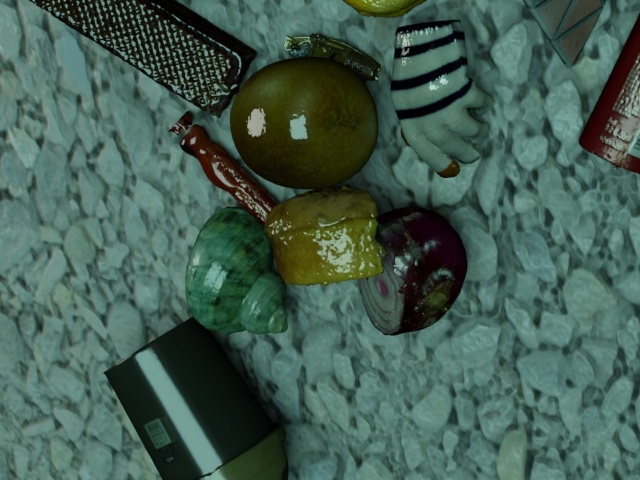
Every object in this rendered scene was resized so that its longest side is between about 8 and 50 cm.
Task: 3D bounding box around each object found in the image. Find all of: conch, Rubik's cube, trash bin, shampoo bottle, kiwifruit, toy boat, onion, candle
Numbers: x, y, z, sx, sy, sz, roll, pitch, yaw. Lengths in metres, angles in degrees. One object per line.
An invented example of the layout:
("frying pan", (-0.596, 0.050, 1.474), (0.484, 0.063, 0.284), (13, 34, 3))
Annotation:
("conch", (-0.125, 0.063, 2.010), (0.176, 0.122, 0.188), (-45, 109, 5))
("Rubik's cube", (0.306, -0.388, 1.746), (0.233, 0.228, 0.228), (13, 76, -19))
("trash bin", (-0.178, 0.299, 2.060), (0.214, 0.214, 0.333), (-33, 88, 21))
("shampoo bottle", (0.466, -0.244, 1.794), (0.118, 0.076, 0.314), (25, 110, 8))
("kiwifruit", (-0.028, -0.165, 1.879), (0.234, 0.196, 0.195), (14, 117, 58))
("toy boat", (0.018, -0.267, 1.923), (0.149, 0.049, 0.047), (21, 111, 9))
("onion", (0.117, 0.022, 1.941), (0.140, 0.218, 0.195), (-23, 135, -17))
("candle", (-0.104, -0.065, 2.016), (0.329, 0.048, 0.051), (45, 103, -1))

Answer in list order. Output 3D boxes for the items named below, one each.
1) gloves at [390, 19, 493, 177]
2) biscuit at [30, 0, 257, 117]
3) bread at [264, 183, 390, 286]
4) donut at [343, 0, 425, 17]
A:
("gloves", (0.164, -0.195, 1.866), (0.140, 0.131, 0.218), (-5, 95, 19))
("biscuit", (-0.278, -0.328, 1.974), (0.388, 0.073, 0.107), (33, 113, 5))
("bread", (0.000, 0.000, 1.891), (0.140, 0.229, 0.143), (-15, 94, -17))
("donut", (0.078, -0.402, 1.854), (0.174, 0.074, 0.190), (-22, 98, 20))
